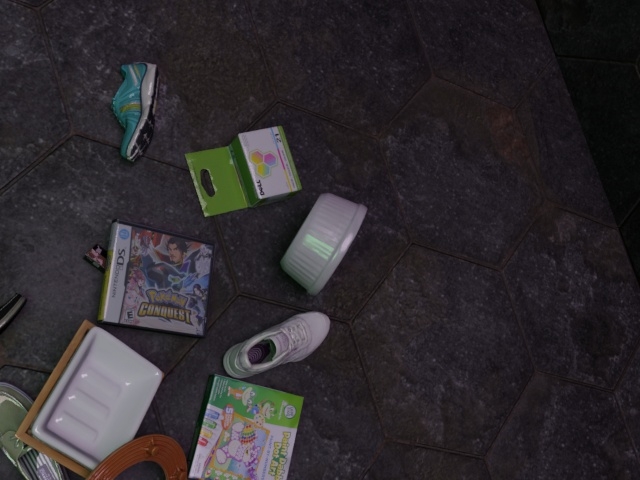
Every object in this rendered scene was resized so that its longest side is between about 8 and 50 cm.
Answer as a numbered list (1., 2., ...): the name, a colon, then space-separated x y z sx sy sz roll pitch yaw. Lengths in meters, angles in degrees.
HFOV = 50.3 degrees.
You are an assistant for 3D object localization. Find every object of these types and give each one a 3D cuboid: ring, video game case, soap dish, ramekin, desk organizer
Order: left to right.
1. soap dish: -0.497 0.354 1.477 0.229 0.118 0.290 42 45 -24
2. desk organizer: -0.499 0.060 1.642 0.130 0.047 0.050 39 62 -12
3. ring: -0.403 0.577 1.451 0.337 0.032 0.336 -29 127 -47
4. video game case: -0.388 0.097 1.654 0.275 0.035 0.248 16 70 -37
5. ramekin: 0.000 0.000 1.779 0.127 0.273 0.272 30 66 -2

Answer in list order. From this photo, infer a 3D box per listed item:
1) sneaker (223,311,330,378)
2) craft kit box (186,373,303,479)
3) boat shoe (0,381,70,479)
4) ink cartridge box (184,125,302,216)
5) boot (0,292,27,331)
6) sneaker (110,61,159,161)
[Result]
1. sneaker: -0.089 0.265 1.727 0.305 0.152 0.114 -24 86 -29
2. craft kit box: -0.184 0.481 1.685 0.247 0.061 0.249 20 70 -23
3. boat shoe: -0.624 0.434 1.464 0.109 0.094 0.302 -34 93 -28
4. ink cartridge box: -0.203 -0.182 1.812 0.255 0.097 0.188 -16 85 -28
5. boot: -0.777 0.159 1.465 0.178 0.085 0.236 45 64 -7
6. sneaker: -0.477 -0.327 1.734 0.110 0.107 0.275 4 70 -4
